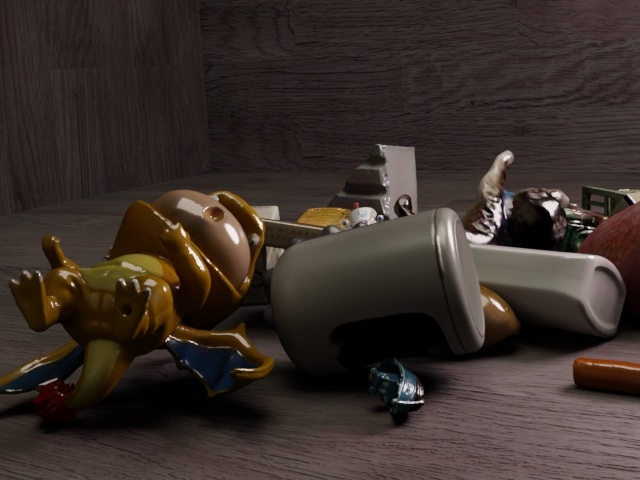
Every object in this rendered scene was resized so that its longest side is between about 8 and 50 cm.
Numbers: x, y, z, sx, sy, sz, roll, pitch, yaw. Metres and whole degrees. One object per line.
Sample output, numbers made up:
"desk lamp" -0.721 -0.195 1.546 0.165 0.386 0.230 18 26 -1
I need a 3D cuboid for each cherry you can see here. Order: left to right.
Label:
"cherry" 0.580 0.027 1.566 0.307 0.221 0.261 -13 -3 28

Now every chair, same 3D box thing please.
"chair" 0.734 -0.053 2.168 0.147 0.136 0.270 -4 9 -10

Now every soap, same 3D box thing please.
"soap" 0.107 -0.134 2.470 0.302 0.258 0.159 5 14 42

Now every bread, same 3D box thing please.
"bread" 0.000 -0.004 2.169 0.152 0.119 0.288 1 12 7

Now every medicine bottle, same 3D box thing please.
"medicine bottle" 0.321 0.076 1.546 0.324 0.124 0.179 4 -20 42

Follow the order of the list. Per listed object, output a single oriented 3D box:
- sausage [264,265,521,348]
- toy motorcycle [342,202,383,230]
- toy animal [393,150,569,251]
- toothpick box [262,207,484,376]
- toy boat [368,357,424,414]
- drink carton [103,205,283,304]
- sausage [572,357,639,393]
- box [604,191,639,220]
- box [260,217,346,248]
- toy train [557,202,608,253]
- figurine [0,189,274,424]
"sausage" 0.094 0.102 1.561 0.500 0.123 0.136 6 -16 40
"toy motorcycle" 0.107 -0.005 2.059 0.102 0.150 0.221 -8 9 9
"toy animal" 0.356 -0.004 1.814 0.344 0.194 0.302 -27 43 -21
"toothpick box" 0.063 0.073 1.358 0.316 0.229 0.229 -12 8 16
"toy boat" 0.094 0.191 1.224 0.060 0.060 0.137 14 11 -12
"drink carton" -0.250 0.029 1.888 0.324 0.132 0.194 -1 32 7
"sausage" 0.404 0.182 1.244 0.131 0.039 0.041 4 5 31
"box" 0.734 -0.018 1.828 0.310 0.084 0.198 -10 52 -32
"box" 0.001 -0.001 1.661 0.365 0.051 0.204 9 0 13
"toy train" 0.571 -0.008 2.000 0.221 0.150 0.304 7 8 -3
"figurine" -0.258 0.085 1.313 0.401 0.268 0.387 -15 7 19
